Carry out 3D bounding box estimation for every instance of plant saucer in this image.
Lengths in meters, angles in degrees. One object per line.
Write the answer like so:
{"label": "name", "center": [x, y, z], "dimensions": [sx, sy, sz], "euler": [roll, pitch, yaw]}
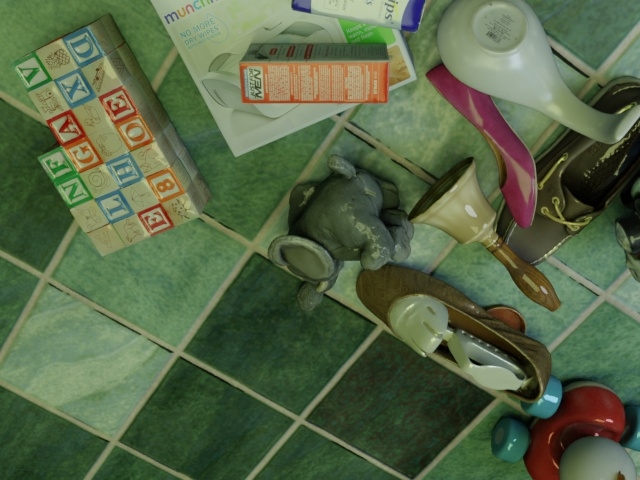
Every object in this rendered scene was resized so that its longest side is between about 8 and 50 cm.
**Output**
{"label": "plant saucer", "center": [0.289, 0.141, 1.214], "dimensions": [0.083, 0.013, 0.083], "euler": [1, 117, 3]}

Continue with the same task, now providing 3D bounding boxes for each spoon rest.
{"label": "spoon rest", "center": [0.272, -0.217, 0.962], "dimensions": [0.276, 0.084, 0.137], "euler": [40, 84, 10]}

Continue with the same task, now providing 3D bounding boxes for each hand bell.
{"label": "hand bell", "center": [0.249, 0.012, 1.055], "dimensions": [0.242, 0.126, 0.126], "euler": [45, 112, -6]}

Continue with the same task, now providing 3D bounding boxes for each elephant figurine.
{"label": "elephant figurine", "center": [0.000, 0.000, 1.095], "dimensions": [0.239, 0.169, 0.186], "euler": [-22, 85, 31]}

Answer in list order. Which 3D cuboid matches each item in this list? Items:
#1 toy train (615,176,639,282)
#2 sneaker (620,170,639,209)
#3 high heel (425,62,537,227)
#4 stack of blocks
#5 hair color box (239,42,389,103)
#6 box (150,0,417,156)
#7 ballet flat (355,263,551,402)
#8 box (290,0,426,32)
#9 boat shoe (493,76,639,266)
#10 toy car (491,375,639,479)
{"label": "toy train", "center": [0.546, -0.045, 0.965], "dimensions": [0.334, 0.142, 0.190], "euler": [-25, 143, 9]}
{"label": "sneaker", "center": [0.533, -0.110, 1.029], "dimensions": [0.132, 0.086, 0.228], "euler": [30, 114, -14]}
{"label": "high heel", "center": [0.220, -0.128, 1.019], "dimensions": [0.117, 0.082, 0.244], "euler": [-12, 101, 1]}
{"label": "stack of blocks", "center": [-0.306, -0.144, 1.069], "dimensions": [0.171, 0.087, 0.297], "euler": [-20, 114, 14]}
{"label": "hair color box", "center": [-0.005, -0.196, 0.878], "dimensions": [0.167, 0.093, 0.053], "euler": [1, 117, 2]}
{"label": "box", "center": [-0.040, -0.274, 0.963], "dimensions": [0.262, 0.127, 0.231], "euler": [-20, 115, 13]}
{"label": "ballet flat", "center": [0.207, 0.151, 1.150], "dimensions": [0.342, 0.124, 0.116], "euler": [31, 116, -6]}
{"label": "box", "center": [0.043, -0.280, 0.814], "dimensions": [0.137, 0.126, 0.072], "euler": [9, 115, -3]}
{"label": "boat shoe", "center": [0.354, -0.075, 1.051], "dimensions": [0.117, 0.096, 0.324], "euler": [31, 115, -10]}
{"label": "toy car", "center": [0.419, 0.364, 1.194], "dimensions": [0.219, 0.238, 0.210], "euler": [21, 117, -6]}
